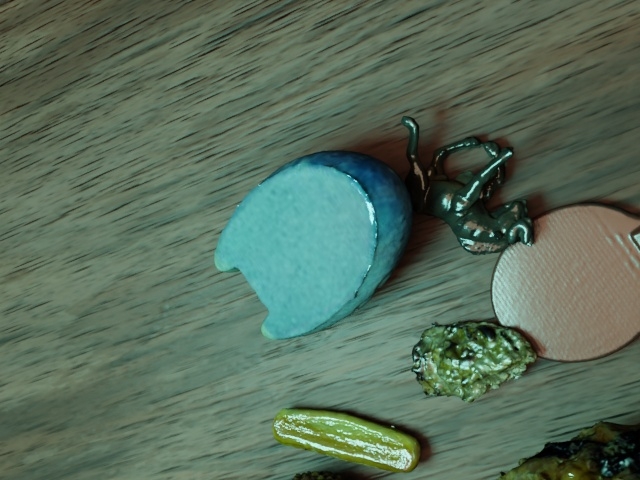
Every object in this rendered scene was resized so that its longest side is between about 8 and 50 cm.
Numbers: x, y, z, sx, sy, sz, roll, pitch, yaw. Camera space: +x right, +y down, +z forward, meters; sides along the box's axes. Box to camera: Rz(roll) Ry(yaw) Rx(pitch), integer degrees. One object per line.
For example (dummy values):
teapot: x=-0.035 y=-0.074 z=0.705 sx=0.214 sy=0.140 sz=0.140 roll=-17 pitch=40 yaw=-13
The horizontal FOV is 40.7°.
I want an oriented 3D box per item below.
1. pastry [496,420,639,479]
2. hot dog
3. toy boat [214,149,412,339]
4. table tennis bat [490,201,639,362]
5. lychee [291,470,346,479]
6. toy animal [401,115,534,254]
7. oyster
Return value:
pastry: x=0.369 y=0.341 z=0.951 sx=0.405 sy=0.337 sz=0.292 roll=-13 pitch=92 yaw=18
hot dog: x=0.037 y=0.277 z=1.217 sx=0.216 sy=0.047 sz=0.066 roll=7 pitch=80 yaw=18
toy boat: x=0.000 y=0.000 z=1.177 sx=0.215 sy=0.123 sz=0.330 roll=55 pitch=130 yaw=11
table tennis bat: x=0.361 y=0.033 z=1.102 sx=0.310 sy=0.038 sz=0.200 roll=-36 pitch=81 yaw=17
lychee: x=-0.008 y=0.405 z=1.170 sx=0.188 sy=0.188 sz=0.188 roll=1 pitch=93 yaw=19
toy animal: x=0.174 y=-0.068 z=1.131 sx=0.233 sy=0.084 sz=0.148 roll=21 pitch=99 yaw=23
oyster: x=0.202 y=0.161 z=1.149 sx=0.177 sy=0.056 sz=0.105 roll=-2 pitch=86 yaw=30
